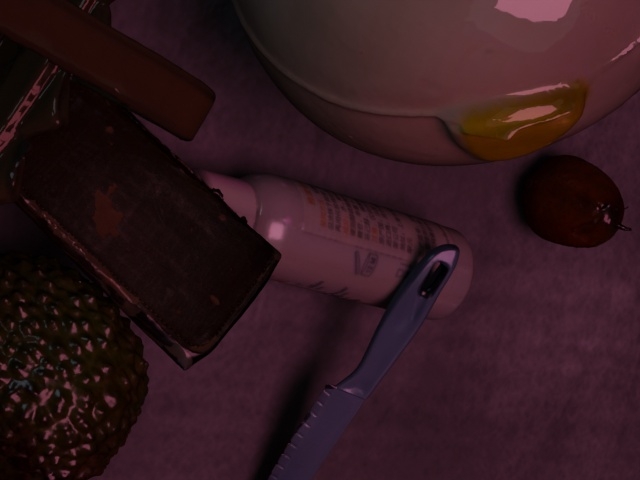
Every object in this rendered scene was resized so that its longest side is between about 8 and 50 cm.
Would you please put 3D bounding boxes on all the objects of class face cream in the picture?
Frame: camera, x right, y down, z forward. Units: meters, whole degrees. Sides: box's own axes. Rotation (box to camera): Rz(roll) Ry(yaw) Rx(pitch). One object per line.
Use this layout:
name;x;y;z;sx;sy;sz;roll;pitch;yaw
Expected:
face cream;0.000;0.000;1.329;0.269;0.082;0.082;15;95;-37

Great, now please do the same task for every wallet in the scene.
wallet;-0.140;-0.025;1.179;0.232;0.031;0.122;44;51;-9

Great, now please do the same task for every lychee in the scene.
lychee;-0.200;0.085;1.168;0.171;0.171;0.171;-11;110;-33

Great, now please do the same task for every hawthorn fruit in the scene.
hawthorn fruit;0.225;-0.031;1.472;0.081;0.093;0.081;-12;110;-35

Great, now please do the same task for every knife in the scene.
knife;0.018;0.128;1.364;0.044;0.019;0.313;22;109;-32

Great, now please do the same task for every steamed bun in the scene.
steamed bun;0.117;-0.221;1.189;0.374;0.334;0.334;-45;125;-12

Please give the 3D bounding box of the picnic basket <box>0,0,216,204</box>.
picnic basket;-0.229;-0.150;0.973;0.254;0.321;0.291;31;87;-41
